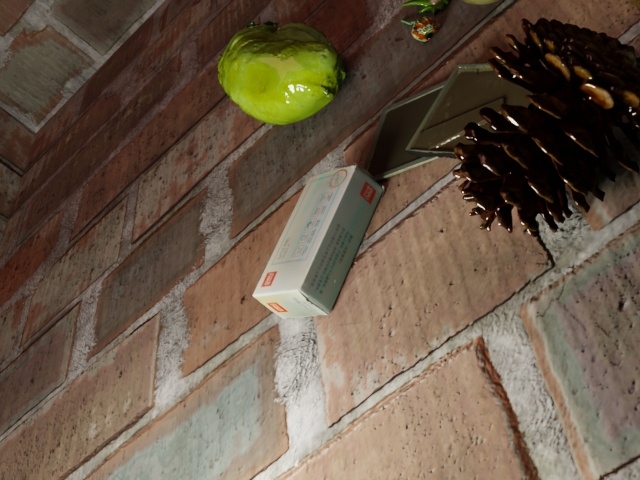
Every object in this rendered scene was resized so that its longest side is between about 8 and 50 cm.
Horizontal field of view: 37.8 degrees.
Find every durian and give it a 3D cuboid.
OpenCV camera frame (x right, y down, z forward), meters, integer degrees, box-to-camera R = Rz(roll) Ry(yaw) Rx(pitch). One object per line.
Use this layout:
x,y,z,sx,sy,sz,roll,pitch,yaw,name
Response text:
-0.085,-0.365,2.020,0.256,0.204,0.339,-35,31,5,durian

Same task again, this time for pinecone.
0.283,-0.137,1.185,0.292,0.246,0.246,-54,26,17,pinecone

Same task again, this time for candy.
0.190,-0.433,1.878,0.056,0.049,0.184,-20,23,-5,candy

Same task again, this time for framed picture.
0.180,-0.197,1.630,0.252,0.014,0.197,-19,42,45,framed picture
0.267,-0.208,1.488,0.265,0.018,0.192,13,66,54,framed picture

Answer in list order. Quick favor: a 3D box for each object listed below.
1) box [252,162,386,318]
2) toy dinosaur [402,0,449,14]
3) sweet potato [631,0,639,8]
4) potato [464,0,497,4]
0.000,0.000,1.587,0.135,0.079,0.269,-11,47,49,box
0.192,-0.541,1.847,0.152,0.177,0.194,-36,30,24,toy dinosaur
0.471,-0.399,1.408,0.053,0.054,0.182,-38,32,40,sweet potato
0.324,-0.545,1.692,0.165,0.165,0.262,14,71,59,potato
